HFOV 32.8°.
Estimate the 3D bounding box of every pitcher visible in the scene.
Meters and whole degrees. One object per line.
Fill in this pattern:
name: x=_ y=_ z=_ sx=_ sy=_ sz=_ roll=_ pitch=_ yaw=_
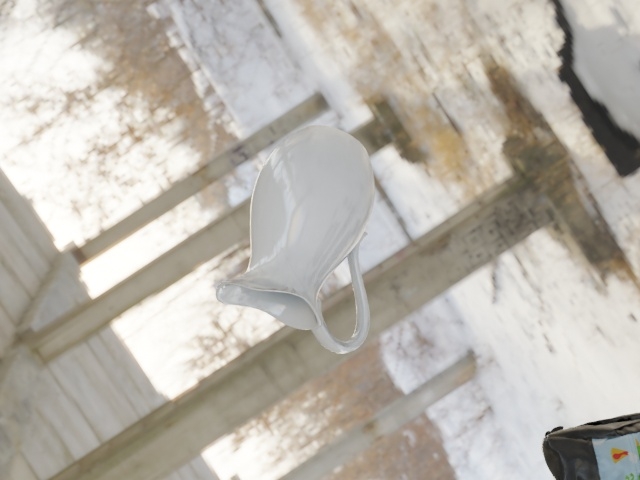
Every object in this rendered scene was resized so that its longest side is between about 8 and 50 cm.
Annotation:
pitcher: x=0.000 y=0.000 z=1.141 sx=0.177 sy=0.207 sz=0.125 roll=35 pitch=150 yaw=-29

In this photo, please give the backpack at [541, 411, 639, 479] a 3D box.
backpack: x=0.481 y=0.300 z=1.304 sx=0.290 sy=0.355 sz=0.273 roll=54 pitch=-166 yaw=-59
